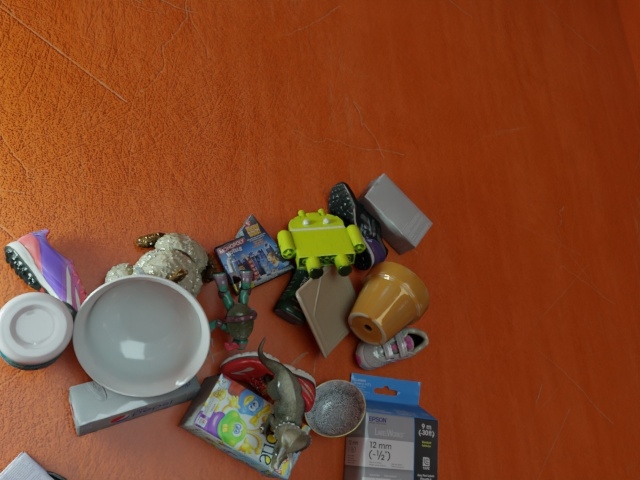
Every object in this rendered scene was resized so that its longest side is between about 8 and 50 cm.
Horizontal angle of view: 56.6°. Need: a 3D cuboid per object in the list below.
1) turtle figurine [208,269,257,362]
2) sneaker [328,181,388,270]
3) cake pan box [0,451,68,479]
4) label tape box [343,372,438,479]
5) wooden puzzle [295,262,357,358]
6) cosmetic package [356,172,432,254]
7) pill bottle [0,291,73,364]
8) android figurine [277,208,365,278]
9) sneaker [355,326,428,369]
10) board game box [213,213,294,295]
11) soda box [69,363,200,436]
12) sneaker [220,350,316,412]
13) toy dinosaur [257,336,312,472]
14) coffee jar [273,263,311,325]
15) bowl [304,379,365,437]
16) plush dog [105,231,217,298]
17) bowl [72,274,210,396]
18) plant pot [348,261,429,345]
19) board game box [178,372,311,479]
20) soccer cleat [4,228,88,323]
[{"bbox_3d":[-0.222,0.197,1.550,0.175,0.118,0.234,-5,94,-46],"label":"turtle figurine"},{"bbox_3d":[0.122,-0.052,1.867,0.124,0.107,0.283,-20,89,-43],"label":"sneaker"},{"bbox_3d":[-0.641,0.626,1.266,0.246,0.070,0.267,46,60,-10],"label":"cake pan box"},{"bbox_3d":[0.206,0.564,1.695,0.249,0.115,0.347,14,70,-23],"label":"label tape box"},{"bbox_3d":[0.026,0.184,1.708,0.239,0.044,0.220,-43,118,-45],"label":"wooden puzzle"},{"bbox_3d":[0.231,-0.084,1.920,0.238,0.107,0.127,45,60,-5],"label":"cosmetic package"},{"bbox_3d":[-0.623,0.205,1.292,0.146,0.264,0.146,8,71,-24],"label":"pill bottle"},{"bbox_3d":[0.000,0.000,1.728,0.248,0.056,0.272,-3,42,-12],"label":"android figurine"},{"bbox_3d":[0.219,0.312,1.780,0.252,0.111,0.102,-17,83,-30],"label":"sneaker"},{"bbox_3d":[-0.202,0.035,1.682,0.194,0.060,0.194,-24,85,-31],"label":"board game box"},{"bbox_3d":[-0.442,0.366,1.424,0.286,0.091,0.098,-11,64,-29],"label":"soda box"},{"bbox_3d":[-0.131,0.378,1.563,0.279,0.107,0.118,22,40,-19],"label":"sneaker"},{"bbox_3d":[-0.081,0.382,1.412,0.121,0.160,0.313,8,68,-27],"label":"toy dinosaur"},{"bbox_3d":[-0.056,0.144,1.711,0.096,0.079,0.184,34,62,-19],"label":"coffee jar"},{"bbox_3d":[0.047,0.479,1.642,0.170,0.170,0.080,-54,145,-29],"label":"bowl"},{"bbox_3d":[-0.378,0.069,1.525,0.263,0.210,0.225,32,36,-17],"label":"plush dog"},{"bbox_3d":[-0.402,0.197,1.367,0.298,0.134,0.297,-3,108,-9],"label":"bowl"},{"bbox_3d":[0.182,0.197,1.724,0.205,0.205,0.188,49,54,-6],"label":"plant pot"},{"bbox_3d":[-0.190,0.470,1.502,0.275,0.144,0.142,36,61,-14],"label":"board game box"},{"bbox_3d":[-0.610,0.114,1.426,0.318,0.109,0.116,51,49,-4],"label":"soccer cleat"}]
